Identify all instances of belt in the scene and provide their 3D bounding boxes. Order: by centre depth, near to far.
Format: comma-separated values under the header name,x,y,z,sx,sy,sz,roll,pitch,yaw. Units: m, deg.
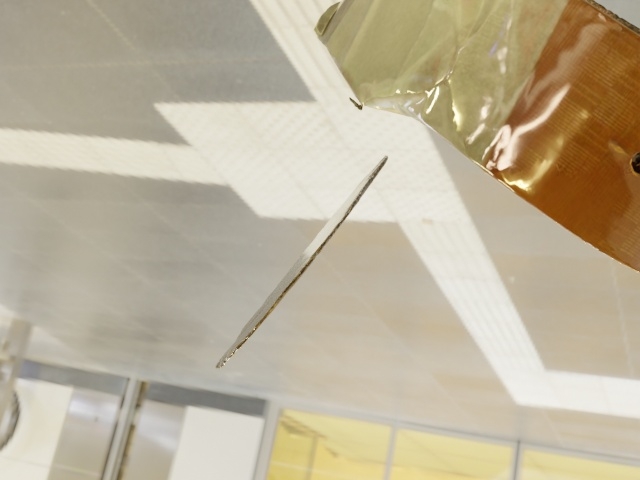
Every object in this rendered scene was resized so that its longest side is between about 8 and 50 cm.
name,x,y,z,sx,sy,sz,roll,pitch,yaw
belt,0.108,-0.089,0.488,0.184,0.261,0.105,15,118,-42

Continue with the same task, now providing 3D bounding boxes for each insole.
name,x,y,z,sx,sy,sz,roll,pitch,yaw
insole,0.000,0.000,0.691,0.007,0.328,0.111,42,118,-3
